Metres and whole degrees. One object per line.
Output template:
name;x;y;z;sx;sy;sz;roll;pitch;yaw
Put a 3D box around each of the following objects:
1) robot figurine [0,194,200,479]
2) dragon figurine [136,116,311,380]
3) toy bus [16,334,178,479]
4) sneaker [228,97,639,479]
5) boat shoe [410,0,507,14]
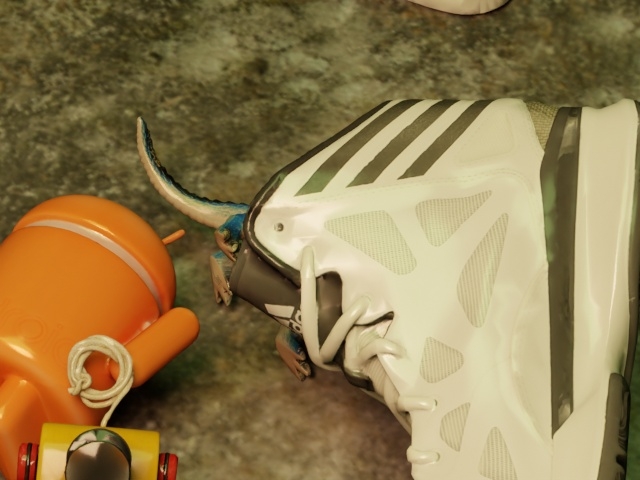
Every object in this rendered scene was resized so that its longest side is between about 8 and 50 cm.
robot figurine;-0.176;0.059;1.309;0.128;0.158;0.219;44;51;-19
dragon figurine;0.000;0.000;1.376;0.144;0.085;0.289;-33;59;-26
toy bus;-0.136;0.181;1.161;0.191;0.104;0.202;-41;88;-11
sneaker;0.062;0.105;1.209;0.258;0.169;0.447;5;60;9
boat shoe;0.019;-0.273;1.616;0.305;0.091;0.109;16;51;16
